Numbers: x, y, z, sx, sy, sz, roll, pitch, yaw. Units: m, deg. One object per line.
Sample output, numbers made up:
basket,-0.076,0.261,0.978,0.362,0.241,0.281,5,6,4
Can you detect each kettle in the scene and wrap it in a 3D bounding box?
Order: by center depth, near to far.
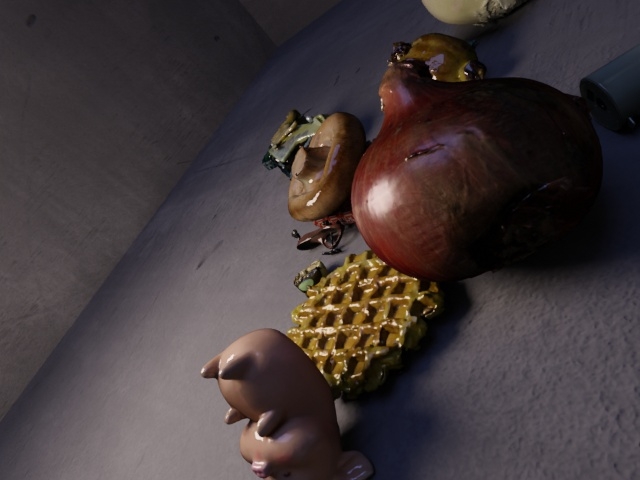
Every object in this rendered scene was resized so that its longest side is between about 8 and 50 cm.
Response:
kettle,0.495,-0.244,0.649,0.148,0.098,0.127,-33,26,16

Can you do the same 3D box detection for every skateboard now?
skateboard,0.000,0.000,1.027,0.151,0.067,0.080,-19,68,46

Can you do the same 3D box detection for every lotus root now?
lotus root,0.292,-0.428,1.093,0.169,0.141,0.314,-50,41,5

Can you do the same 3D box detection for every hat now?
hat,-0.014,0.085,0.945,0.077,0.059,0.076,-40,13,1

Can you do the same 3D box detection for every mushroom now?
mushroom,0.009,-0.166,1.016,0.278,0.146,0.278,-50,27,37

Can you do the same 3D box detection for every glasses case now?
glasses case,0.060,-0.071,1.045,0.194,0.049,0.073,-9,46,48

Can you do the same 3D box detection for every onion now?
onion,0.220,-0.090,0.644,0.353,0.353,0.354,-32,32,24

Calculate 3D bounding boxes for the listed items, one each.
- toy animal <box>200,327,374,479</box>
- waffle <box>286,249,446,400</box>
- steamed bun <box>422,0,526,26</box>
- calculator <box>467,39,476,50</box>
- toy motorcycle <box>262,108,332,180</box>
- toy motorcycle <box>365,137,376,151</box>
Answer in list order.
toy animal,-0.054,0.246,0.623,0.154,0.250,0.166,-25,6,-34
waffle,0.064,0.138,0.770,0.325,0.068,0.302,-45,29,7
steamed bun,0.439,-0.732,1.184,0.333,0.233,0.312,-40,27,-6
calculator,0.376,-0.495,1.188,0.141,0.019,0.094,-54,27,-12
toy motorcycle,-0.058,-0.293,1.351,0.237,0.169,0.410,-47,29,-4
toy motorcycle,0.194,-0.218,0.950,0.270,0.159,0.106,-6,27,47
